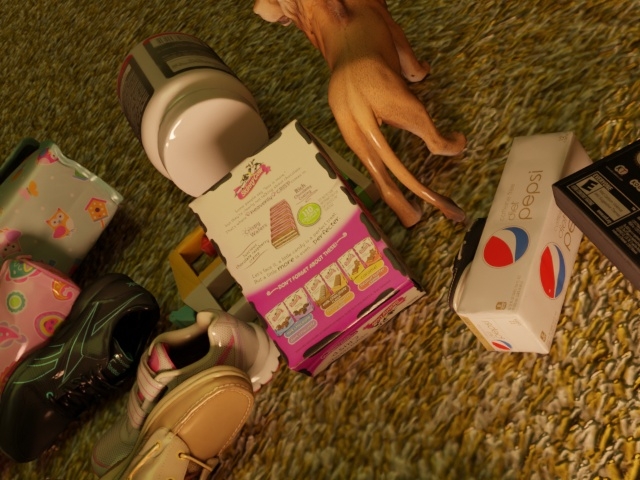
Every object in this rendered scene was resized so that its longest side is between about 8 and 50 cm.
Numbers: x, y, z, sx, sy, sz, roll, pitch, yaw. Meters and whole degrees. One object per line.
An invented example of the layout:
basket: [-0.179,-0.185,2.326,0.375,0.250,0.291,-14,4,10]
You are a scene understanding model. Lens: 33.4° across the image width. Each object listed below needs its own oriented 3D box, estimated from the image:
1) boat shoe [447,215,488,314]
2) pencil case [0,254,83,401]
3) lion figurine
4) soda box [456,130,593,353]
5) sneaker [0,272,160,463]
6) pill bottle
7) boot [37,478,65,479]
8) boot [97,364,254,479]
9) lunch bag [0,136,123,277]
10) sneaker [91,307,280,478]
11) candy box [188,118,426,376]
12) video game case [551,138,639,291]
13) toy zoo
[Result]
boat shoe: [0.154,0.024,1.088,0.038,0.046,0.125,1,53,41]
pencil case: [-0.413,0.159,1.367,0.124,0.124,0.284,22,79,49]
lion figurine: [0.048,-0.199,1.229,0.142,0.240,0.392,-36,40,9]
soda box: [0.205,0.000,1.042,0.069,0.074,0.216,-3,53,40]
sneaker: [-0.298,0.159,1.316,0.106,0.101,0.267,19,71,42]
pill bottle: [-0.173,-0.169,1.436,0.161,0.161,0.283,-41,33,3]
boot: [-0.346,0.382,1.138,0.305,0.112,0.115,-52,49,17]
boot: [-0.138,0.271,1.071,0.262,0.095,0.203,-46,37,7]
lunch bag: [-0.422,-0.026,1.552,0.223,0.160,0.262,-54,23,-7]
sneaker: [-0.169,0.164,1.188,0.252,0.111,0.103,-45,38,-1]
candy box: [-0.017,0.008,1.160,0.159,0.071,0.233,-37,66,8]
video game case: [0.373,-0.025,0.905,0.248,0.035,0.275,-27,39,-3]
toy zoo: [-0.079,-0.001,1.325,0.293,0.030,0.192,-44,38,-1]
